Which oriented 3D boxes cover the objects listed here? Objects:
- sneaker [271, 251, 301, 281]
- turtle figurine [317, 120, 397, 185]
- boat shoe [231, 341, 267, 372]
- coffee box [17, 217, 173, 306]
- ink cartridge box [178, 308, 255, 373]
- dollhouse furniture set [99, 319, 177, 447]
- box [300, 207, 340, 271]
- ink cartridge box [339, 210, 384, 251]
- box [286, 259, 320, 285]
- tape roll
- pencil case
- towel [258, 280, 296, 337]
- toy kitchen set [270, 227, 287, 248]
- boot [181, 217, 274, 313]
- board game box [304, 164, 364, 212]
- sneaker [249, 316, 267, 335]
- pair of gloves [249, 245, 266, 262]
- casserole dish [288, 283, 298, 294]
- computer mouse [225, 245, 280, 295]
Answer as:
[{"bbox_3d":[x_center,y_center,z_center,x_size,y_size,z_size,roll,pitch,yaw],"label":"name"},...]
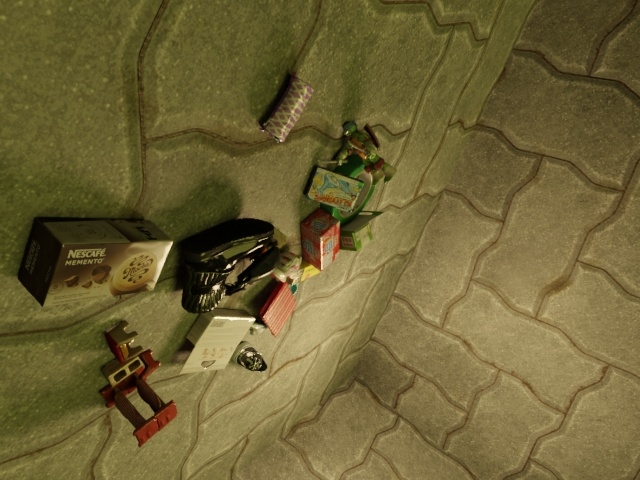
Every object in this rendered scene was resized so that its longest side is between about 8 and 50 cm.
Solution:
[{"bbox_3d":[-0.154,0.099,1.867,0.111,0.103,0.252,-66,168,9],"label":"sneaker"},{"bbox_3d":[0.150,-0.309,1.759,0.198,0.266,0.274,-33,-157,35],"label":"turtle figurine"},{"bbox_3d":[-0.326,0.566,2.120,0.108,0.102,0.301,-49,154,-14],"label":"boat shoe"},{"bbox_3d":[-0.537,0.043,1.098,0.297,0.119,0.168,-2,123,-60],"label":"coffee box"},{"bbox_3d":[-0.421,0.398,1.792,0.261,0.066,0.296,-57,154,3],"label":"ink cartridge box"},{"bbox_3d":[-0.590,0.456,1.408,0.152,0.201,0.374,-36,149,-36],"label":"dollhouse furniture set"},{"bbox_3d":[0.000,0.000,1.987,0.128,0.123,0.256,-42,151,-28],"label":"box"},{"bbox_3d":[0.169,-0.053,2.123,0.255,0.189,0.096,-33,117,-39],"label":"ink cartridge box"},{"bbox_3d":[-0.069,0.132,2.101,0.232,0.058,0.087,-21,137,-51],"label":"box"},{"bbox_3d":[0.132,-0.223,2.007,0.321,0.077,0.321,-40,150,-29],"label":"tape roll"},{"bbox_3d":[-0.105,-0.402,1.374,0.088,0.086,0.206,30,93,-37],"label":"pencil case"},{"bbox_3d":[-0.188,0.308,2.025,0.198,0.031,0.274,-57,157,-24],"label":"towel"},{"bbox_3d":[-0.181,-0.015,1.770,0.083,0.075,0.068,-34,-148,34],"label":"toy kitchen set"},{"bbox_3d":[-0.314,0.079,1.513,0.348,0.131,0.260,-20,132,-35],"label":"boot"},{"bbox_3d":[0.055,-0.204,1.790,0.035,0.201,0.136,-107,-144,-62],"label":"board game box"},{"bbox_3d":[-0.293,0.393,2.015,0.083,0.071,0.191,-50,155,0],"label":"sneaker"},{"bbox_3d":[-0.242,0.056,1.762,0.083,0.010,0.074,-46,153,-18],"label":"pair of gloves"},{"bbox_3d":[-0.177,0.253,2.084,0.188,0.037,0.114,-45,153,-21],"label":"casserole dish"},{"bbox_3d":[-0.242,0.125,1.679,0.272,0.072,0.189,-43,-167,-33],"label":"computer mouse"}]
